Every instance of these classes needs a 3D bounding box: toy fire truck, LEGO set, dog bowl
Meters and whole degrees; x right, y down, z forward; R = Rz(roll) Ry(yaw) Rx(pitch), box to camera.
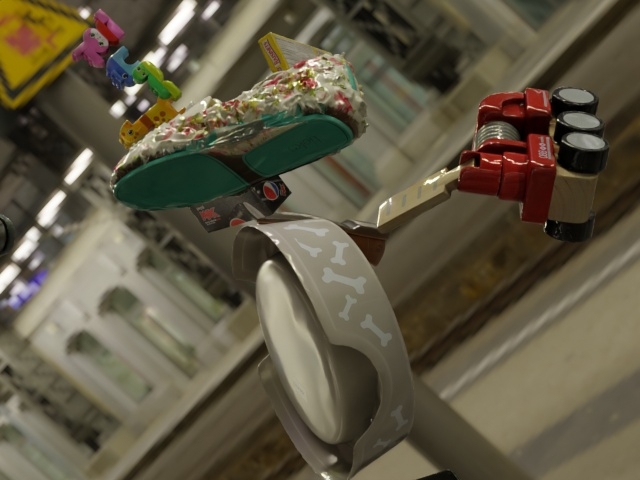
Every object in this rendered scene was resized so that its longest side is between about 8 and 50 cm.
[{"bbox_3d":[0.200,-0.087,1.701,0.217,0.246,0.158,-80,-3,-62],"label":"toy fire truck"},{"bbox_3d":[-0.241,-0.180,1.876,0.093,0.227,0.087,-44,-6,-12],"label":"LEGO set"},{"bbox_3d":[0.004,0.131,1.822,0.102,0.348,0.349,-19,-7,-18],"label":"dog bowl"}]

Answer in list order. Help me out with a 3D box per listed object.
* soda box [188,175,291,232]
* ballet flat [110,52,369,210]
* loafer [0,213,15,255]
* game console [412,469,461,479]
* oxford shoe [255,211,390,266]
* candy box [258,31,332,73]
[{"bbox_3d":[-0.120,-0.060,2.102,0.169,0.060,0.053,-14,28,51],"label":"soda box"},{"bbox_3d":[-0.063,-0.085,1.143,0.241,0.091,0.077,-15,53,30],"label":"ballet flat"},{"bbox_3d":[-0.616,-0.013,2.265,0.268,0.096,0.084,-1,4,20],"label":"loafer"},{"bbox_3d":[0.173,0.409,2.089,0.107,0.122,0.071,-13,-48,-25],"label":"game console"},{"bbox_3d":[0.000,0.000,2.170,0.076,0.212,0.076,-133,55,-73],"label":"oxford shoe"},{"bbox_3d":[-0.011,-0.213,1.910,0.027,0.105,0.206,-32,-12,19],"label":"candy box"}]
